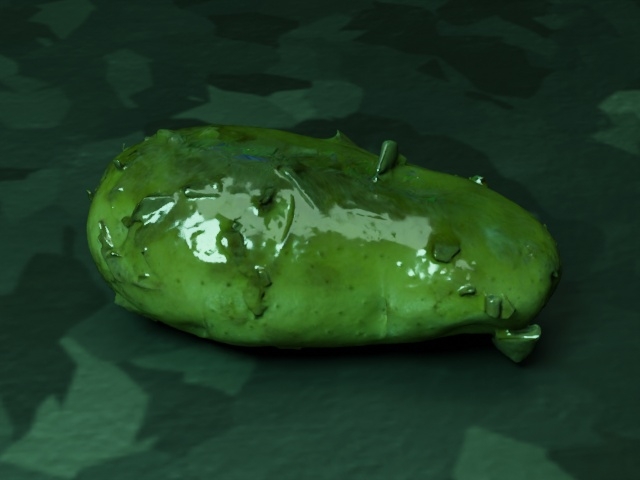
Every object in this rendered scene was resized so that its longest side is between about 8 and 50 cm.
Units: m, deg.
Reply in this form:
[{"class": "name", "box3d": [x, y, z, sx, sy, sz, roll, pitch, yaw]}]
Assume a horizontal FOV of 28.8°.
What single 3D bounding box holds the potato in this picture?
[{"class": "potato", "box3d": [0.000, 0.000, 0.585, 0.225, 0.090, 0.117, 9, 51, 5]}]
